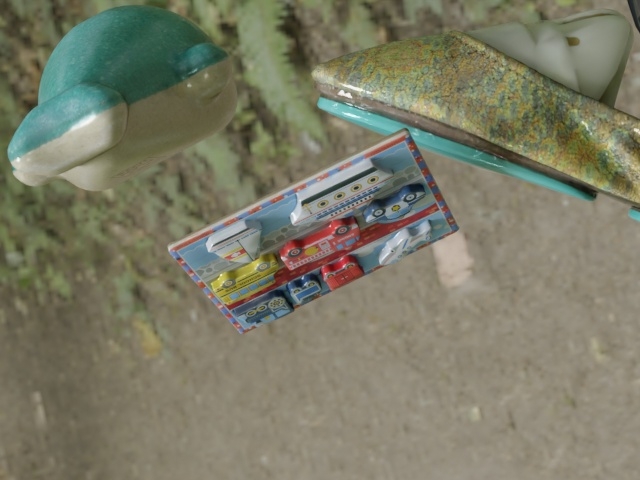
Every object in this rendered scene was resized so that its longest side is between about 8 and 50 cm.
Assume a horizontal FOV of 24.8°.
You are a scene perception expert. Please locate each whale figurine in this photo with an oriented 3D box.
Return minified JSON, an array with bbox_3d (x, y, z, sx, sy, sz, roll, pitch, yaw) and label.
[{"bbox_3d":[-0.180,-0.124,1.221,0.141,0.216,0.272,64,-164,-2],"label":"whale figurine"}]

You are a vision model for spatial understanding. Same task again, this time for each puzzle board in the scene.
[{"bbox_3d":[0.000,0.000,0.722,0.096,0.128,0.011,55,-169,-56],"label":"puzzle board"}]

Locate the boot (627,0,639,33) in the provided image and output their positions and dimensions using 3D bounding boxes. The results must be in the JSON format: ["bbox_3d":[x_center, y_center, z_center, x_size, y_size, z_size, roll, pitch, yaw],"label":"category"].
[{"bbox_3d":[0.002,-0.255,0.479,0.445,0.146,0.367,18,82,20],"label":"boot"}]

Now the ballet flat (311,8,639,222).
[{"bbox_3d":[0.171,-0.058,0.781,0.123,0.349,0.123,23,-90,-89],"label":"ballet flat"}]
